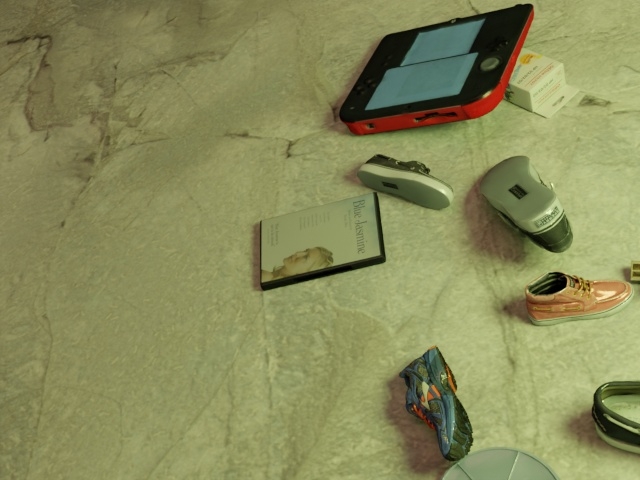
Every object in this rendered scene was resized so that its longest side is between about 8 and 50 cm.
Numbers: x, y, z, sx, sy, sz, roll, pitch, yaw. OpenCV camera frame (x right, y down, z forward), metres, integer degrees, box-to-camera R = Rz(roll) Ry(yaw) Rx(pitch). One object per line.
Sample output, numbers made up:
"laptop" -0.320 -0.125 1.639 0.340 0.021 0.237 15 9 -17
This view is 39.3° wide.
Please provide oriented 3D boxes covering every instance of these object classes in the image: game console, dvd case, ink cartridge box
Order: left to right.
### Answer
"dvd case" 0.000 0.000 1.786 0.253 0.022 0.180 -14 46 11
"game console" 0.246 -0.374 1.941 0.387 0.060 0.342 -3 49 37
"ink cartridge box" 0.437 -0.337 1.878 0.104 0.061 0.181 -41 47 -14

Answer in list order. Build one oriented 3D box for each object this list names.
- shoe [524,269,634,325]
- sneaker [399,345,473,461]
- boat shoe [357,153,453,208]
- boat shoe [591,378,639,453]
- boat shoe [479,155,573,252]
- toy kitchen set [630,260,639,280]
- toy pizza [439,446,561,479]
"shoe" 0.428 0.087 1.487 0.178 0.081 0.063 -14 46 11
"sneaker" 0.183 0.269 1.434 0.087 0.083 0.221 -27 31 11
"boat shoe" 0.179 -0.127 1.794 0.229 0.080 0.076 17 60 42
"boat shoe" 0.540 0.264 1.274 0.303 0.091 0.114 1 51 24
"boat shoe" 0.381 -0.065 1.628 0.113 0.105 0.306 -37 21 3
"toy kitchen set" 0.545 0.070 1.469 0.075 0.083 0.068 2 92 24
"toy pizza" 0.262 0.397 1.313 0.201 0.032 0.201 -11 47 12
